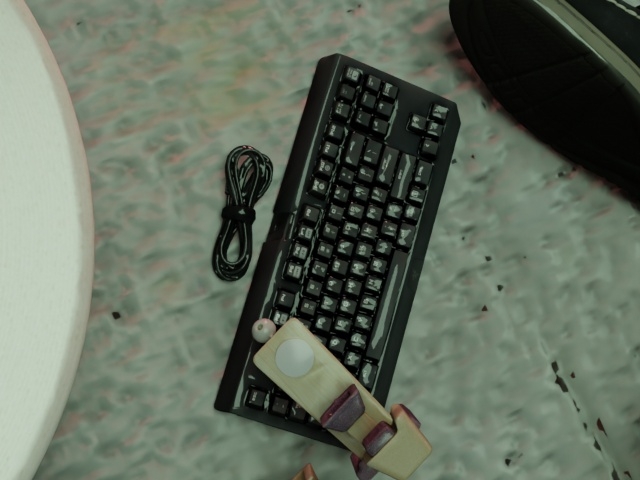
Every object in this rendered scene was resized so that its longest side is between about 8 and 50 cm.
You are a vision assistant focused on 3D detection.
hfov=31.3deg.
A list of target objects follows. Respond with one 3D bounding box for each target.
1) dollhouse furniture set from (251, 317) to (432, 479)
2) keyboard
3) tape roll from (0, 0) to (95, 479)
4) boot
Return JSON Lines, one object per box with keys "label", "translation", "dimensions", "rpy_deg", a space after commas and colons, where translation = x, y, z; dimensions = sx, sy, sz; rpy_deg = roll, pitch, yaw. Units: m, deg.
{"label": "dollhouse furniture set", "translation": [-0.024, 0.091, 0.478], "dimensions": [0.081, 0.091, 0.114], "rpy_deg": [44, 89, -3]}
{"label": "keyboard", "translation": [0.000, 0.000, 0.540], "dimensions": [0.108, 0.023, 0.180], "rpy_deg": [19, 76, -12]}
{"label": "tape roll", "translation": [-0.283, 0.006, 0.435], "dimensions": [0.392, 0.072, 0.392], "rpy_deg": [2, 81, -16]}
{"label": "boot", "translation": [0.191, -0.113, 0.581], "dimensions": [0.236, 0.085, 0.178], "rpy_deg": [35, 72, -14]}
